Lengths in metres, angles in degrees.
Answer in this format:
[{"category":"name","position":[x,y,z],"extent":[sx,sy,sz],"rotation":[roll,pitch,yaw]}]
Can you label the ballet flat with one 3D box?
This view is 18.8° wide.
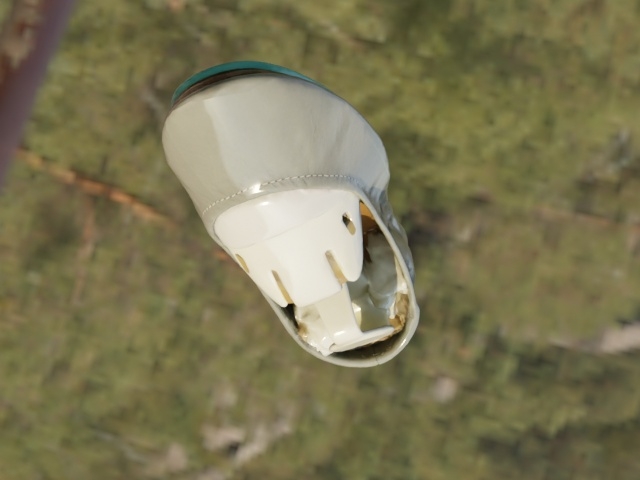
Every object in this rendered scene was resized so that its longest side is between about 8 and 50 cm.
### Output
[{"category":"ballet flat","position":[0.000,0.000,0.728],"extent":[0.213,0.072,0.068],"rotation":[52,22,-67]}]
